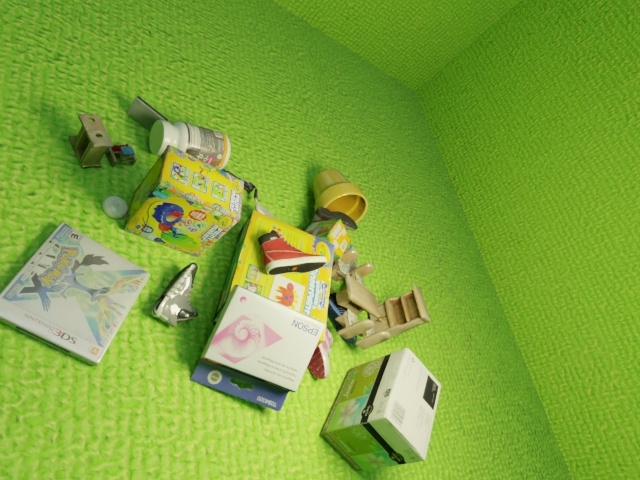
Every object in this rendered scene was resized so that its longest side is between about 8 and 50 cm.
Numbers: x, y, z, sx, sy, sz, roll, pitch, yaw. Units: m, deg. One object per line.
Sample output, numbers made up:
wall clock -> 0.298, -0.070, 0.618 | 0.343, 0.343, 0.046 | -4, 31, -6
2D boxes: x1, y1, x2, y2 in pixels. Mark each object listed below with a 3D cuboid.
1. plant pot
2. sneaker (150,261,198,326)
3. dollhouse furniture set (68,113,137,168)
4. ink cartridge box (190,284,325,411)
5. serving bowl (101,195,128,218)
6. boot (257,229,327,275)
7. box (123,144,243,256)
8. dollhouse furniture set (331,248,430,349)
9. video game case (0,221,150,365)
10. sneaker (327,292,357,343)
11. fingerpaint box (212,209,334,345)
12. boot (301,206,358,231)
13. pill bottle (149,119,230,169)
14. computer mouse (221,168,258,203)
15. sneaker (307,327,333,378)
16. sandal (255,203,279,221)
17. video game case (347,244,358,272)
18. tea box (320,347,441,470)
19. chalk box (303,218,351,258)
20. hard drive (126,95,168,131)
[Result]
plant pot -> 0.071, -0.215, 2.179 | 0.254, 0.254, 0.239 | 13, 38, -40
sneaker -> -0.445, 0.189, 1.460 | 0.132, 0.086, 0.228 | 45, 49, -19
dollhouse furniture set -> -0.725, -0.340, 1.509 | 0.184, 0.129, 0.128 | -18, 76, -50
ink cartridge box -> -0.193, 0.354, 1.416 | 0.324, 0.071, 0.330 | 26, 81, -17
serving bowl -> -0.679, -0.115, 1.473 | 0.083, 0.027, 0.083 | 27, 45, -31
boot -> -0.102, 0.031, 1.623 | 0.244, 0.088, 0.176 | -1, 55, -30
box -> -0.457, -0.120, 1.497 | 0.279, 0.290, 0.177 | 24, 47, -32
dollhouse furniture set -> 0.256, 0.259, 1.907 | 0.394, 0.257, 0.362 | 39, 31, -40
video game case -> -0.691, 0.144, 1.262 | 0.300, 0.036, 0.329 | 37, 41, -22
sneaker -> 0.097, 0.329, 1.911 | 0.090, 0.081, 0.232 | -29, 85, -47
fingerpaint box -> -0.157, 0.155, 1.664 | 0.371, 0.163, 0.444 | 23, 47, -17
boot -> 0.040, -0.061, 2.084 | 0.247, 0.161, 0.083 | 17, 35, -31
pill bottle -> -0.509, -0.373, 1.737 | 0.279, 0.162, 0.162 | 5, 60, -44
computer mouse -> -0.348, -0.175, 1.844 | 0.184, 0.060, 0.262 | 25, 35, -27
sneaker -> 0.005, 0.414, 1.735 | 0.111, 0.103, 0.252 | 13, 54, -38
sandal -> -0.204, -0.047, 1.879 | 0.265, 0.076, 0.102 | 46, 14, -28
video game case -> 0.146, 0.119, 2.126 | 0.166, 0.015, 0.119 | -70, 149, -46
tea box -> 0.229, 0.622, 1.634 | 0.220, 0.324, 0.329 | 48, 38, -9
chalk box -> 0.000, 0.000, 1.947 | 0.132, 0.213, 0.132 | -56, 129, -43
hard drive -> -0.664, -0.477, 1.702 | 0.135, 0.094, 0.022 | 38, 40, -20
